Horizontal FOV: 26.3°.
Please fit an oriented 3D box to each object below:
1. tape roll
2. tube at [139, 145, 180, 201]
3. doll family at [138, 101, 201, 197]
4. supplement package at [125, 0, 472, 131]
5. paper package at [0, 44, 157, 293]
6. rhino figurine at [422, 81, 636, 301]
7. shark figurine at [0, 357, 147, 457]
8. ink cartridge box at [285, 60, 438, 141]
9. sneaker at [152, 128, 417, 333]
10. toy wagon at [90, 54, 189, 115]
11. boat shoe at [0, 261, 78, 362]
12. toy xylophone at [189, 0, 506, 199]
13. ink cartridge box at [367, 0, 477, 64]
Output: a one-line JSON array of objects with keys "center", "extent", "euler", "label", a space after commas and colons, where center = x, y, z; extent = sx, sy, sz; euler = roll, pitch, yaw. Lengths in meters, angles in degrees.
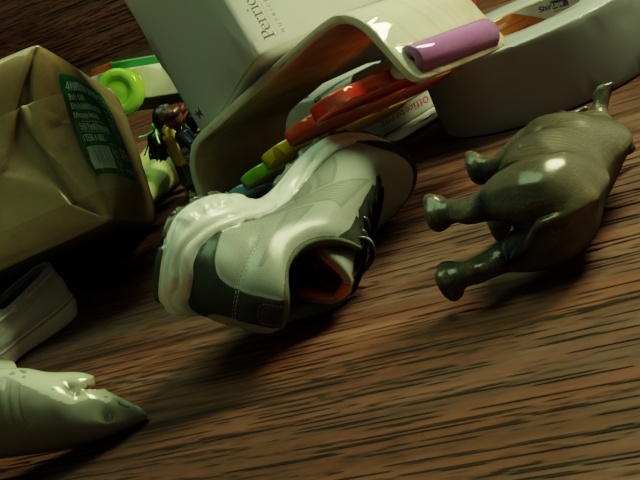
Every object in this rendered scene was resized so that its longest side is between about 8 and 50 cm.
[{"center": [0.201, -0.173, 1.250], "extent": [0.219, 0.072, 0.219], "euler": [-22, 16, 6], "label": "tape roll"}, {"center": [-0.189, -0.078, 1.561], "extent": [0.240, 0.062, 0.070], "euler": [-58, -8, -58], "label": "tube"}, {"center": [-0.139, -0.102, 1.455], "extent": [0.076, 0.111, 0.193], "euler": [-30, 16, -21], "label": "doll family"}, {"center": [-0.004, -0.248, 1.209], "extent": [0.293, 0.177, 0.175], "euler": [-28, -6, -26], "label": "supplement package"}, {"center": [-0.329, -0.036, 1.288], "extent": [0.309, 0.168, 0.325], "euler": [-24, -1, 1], "label": "paper package"}, {"center": [0.150, -0.044, 0.890], "extent": [0.106, 0.073, 0.243], "euler": [-20, 14, 29], "label": "rhino figurine"}, {"center": [-0.269, 0.128, 0.919], "extent": [0.278, 0.116, 0.166], "euler": [2, -5, 43], "label": "shark figurine"}, {"center": [0.049, -0.140, 1.392], "extent": [0.104, 0.060, 0.180], "euler": [-33, 17, -32], "label": "ink cartridge box"}, {"center": [0.000, 0.000, 0.968], "extent": [0.108, 0.100, 0.271], "euler": [24, 32, 24], "label": "sneaker"}, {"center": [-0.107, -0.199, 1.673], "extent": [0.344, 0.068, 0.267], "euler": [-8, 3, 15], "label": "toy wagon"}, {"center": [-0.281, 0.077, 1.159], "extent": [0.066, 0.063, 0.184], "euler": [-9, 21, 46], "label": "boat shoe"}, {"center": [0.028, -0.122, 1.143], "extent": [0.236, 0.081, 0.323], "euler": [-27, -5, -33], "label": "toy xylophone"}, {"center": [0.092, -0.240, 1.557], "extent": [0.134, 0.078, 0.231], "euler": [-12, -1, 37], "label": "ink cartridge box"}]
